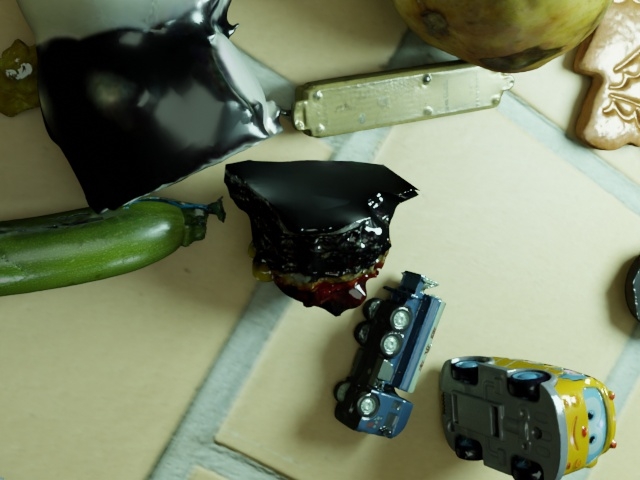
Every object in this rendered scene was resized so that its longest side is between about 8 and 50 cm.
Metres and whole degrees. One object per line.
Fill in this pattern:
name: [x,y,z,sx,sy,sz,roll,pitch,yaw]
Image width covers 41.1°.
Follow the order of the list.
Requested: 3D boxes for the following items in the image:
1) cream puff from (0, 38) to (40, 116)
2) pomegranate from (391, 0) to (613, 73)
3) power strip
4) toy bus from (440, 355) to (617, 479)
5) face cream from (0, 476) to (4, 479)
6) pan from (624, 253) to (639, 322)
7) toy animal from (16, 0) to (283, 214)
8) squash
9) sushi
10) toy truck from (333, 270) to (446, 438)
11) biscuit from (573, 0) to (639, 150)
cream puff: [-0.313,-0.170,0.888,0.083,0.058,0.083,8,92,-18]
pomegranate: [0.195,-0.327,0.942,0.281,0.281,0.281,-1,94,-18]
power strip: [0.092,-0.174,1.025,0.306,0.044,0.064,-12,114,-18]
toy bus: [0.251,0.206,1.027,0.136,0.209,0.126,-5,94,-28]
face cream: [-0.369,0.285,0.885,0.095,0.091,0.091,19,87,-10]
pan: [0.500,0.085,1.178,0.202,0.048,0.128,35,84,-16]
toy animal: [-0.183,-0.207,0.838,0.251,0.251,0.309,-25,96,-15]
squash: [-0.259,0.005,0.907,0.332,0.087,0.087,-11,97,-19]
sushi: [0.000,0.000,0.956,0.172,0.153,0.150,-15,130,-34]
toy truck: [0.087,0.136,1.039,0.088,0.074,0.201,22,86,-27]
biscuit: [0.438,-0.259,1.137,0.284,0.043,0.306,-25,101,-15]
